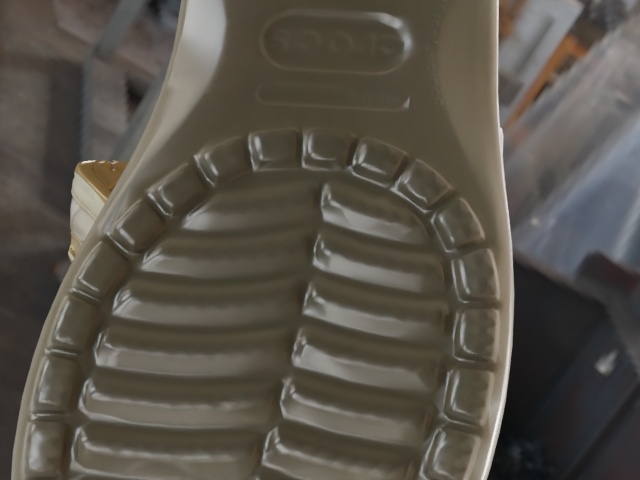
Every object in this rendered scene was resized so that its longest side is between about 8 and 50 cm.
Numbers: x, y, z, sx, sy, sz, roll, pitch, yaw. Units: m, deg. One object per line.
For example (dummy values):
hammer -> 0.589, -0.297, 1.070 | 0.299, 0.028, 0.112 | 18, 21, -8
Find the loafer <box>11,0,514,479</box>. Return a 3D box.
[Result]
loafer -> 0.000, 0.000, 0.387 | 0.102, 0.268, 0.092 | 9, -25, 9

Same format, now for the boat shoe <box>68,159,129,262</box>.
boat shoe -> -0.067, 0.024, 0.721 | 0.063, 0.059, 0.170 | 2, 28, -32
